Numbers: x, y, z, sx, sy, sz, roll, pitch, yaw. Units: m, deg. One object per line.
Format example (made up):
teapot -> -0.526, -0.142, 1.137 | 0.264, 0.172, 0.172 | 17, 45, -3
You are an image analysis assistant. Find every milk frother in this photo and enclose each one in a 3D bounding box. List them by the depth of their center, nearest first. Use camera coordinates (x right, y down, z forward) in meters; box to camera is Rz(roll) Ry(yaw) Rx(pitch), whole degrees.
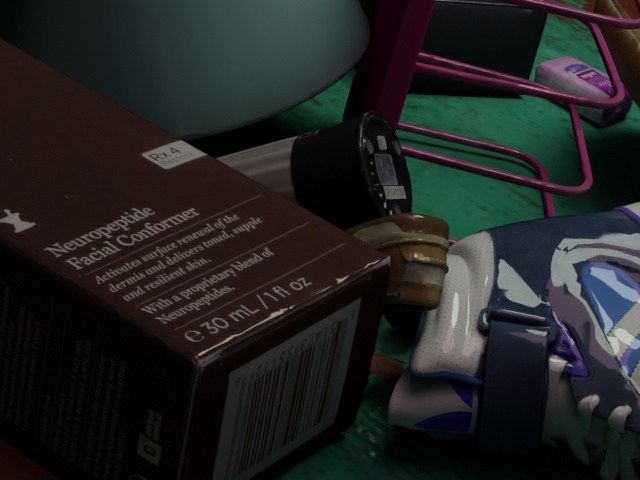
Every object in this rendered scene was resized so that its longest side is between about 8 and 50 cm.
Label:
milk frother -> 0.000, 0.000, 1.283 | 0.134, 0.143, 0.129 | -14, -21, 24

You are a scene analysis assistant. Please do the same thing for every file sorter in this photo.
file sorter -> 0.137, -0.154, 1.399 | 0.182, 0.291, 0.202 | 13, 29, -6

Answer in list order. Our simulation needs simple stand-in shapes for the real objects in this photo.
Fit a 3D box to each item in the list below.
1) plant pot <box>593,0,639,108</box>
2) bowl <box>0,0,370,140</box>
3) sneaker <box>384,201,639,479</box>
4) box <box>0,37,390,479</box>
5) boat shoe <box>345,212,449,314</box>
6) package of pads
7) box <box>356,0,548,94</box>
plant pot -> 0.293, -0.106, 1.522 | 0.236, 0.032, 0.236 | 49, 14, -17
bowl -> -0.123, -0.212, 1.420 | 0.311, 0.163, 0.311 | -7, 29, 4
sneaker -> 0.165, 0.118, 1.140 | 0.236, 0.130, 0.323 | -15, 50, -12
box -> -0.165, 0.009, 1.147 | 0.381, 0.143, 0.191 | 28, 33, 27
boat shoe -> 0.009, 0.038, 1.178 | 0.068, 0.190, 0.072 | 8, 71, -33
package of pads -> 0.240, -0.138, 1.672 | 0.083, 0.032, 0.050 | 34, 38, 31
box -> 0.100, -0.210, 1.675 | 0.156, 0.093, 0.158 | 1, 31, -22
